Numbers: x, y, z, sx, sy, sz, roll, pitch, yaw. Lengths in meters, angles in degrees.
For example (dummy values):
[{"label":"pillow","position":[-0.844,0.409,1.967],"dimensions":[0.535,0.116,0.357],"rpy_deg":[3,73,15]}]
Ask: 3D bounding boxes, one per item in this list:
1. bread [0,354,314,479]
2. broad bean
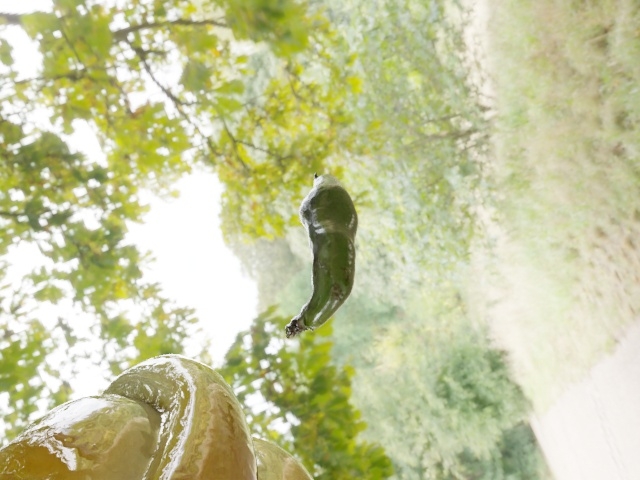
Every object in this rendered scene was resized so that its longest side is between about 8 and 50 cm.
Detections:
[{"label":"bread","position":[-0.172,0.260,0.510],"dimensions":[0.245,0.329,0.424],"rpy_deg":[55,-148,-8]},{"label":"broad bean","position":[0.007,0.000,0.685],"dimensions":[0.046,0.061,0.195],"rpy_deg":[52,-145,-40]}]
